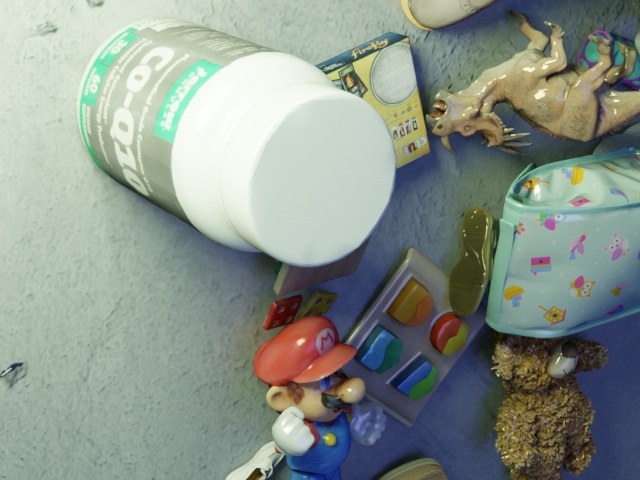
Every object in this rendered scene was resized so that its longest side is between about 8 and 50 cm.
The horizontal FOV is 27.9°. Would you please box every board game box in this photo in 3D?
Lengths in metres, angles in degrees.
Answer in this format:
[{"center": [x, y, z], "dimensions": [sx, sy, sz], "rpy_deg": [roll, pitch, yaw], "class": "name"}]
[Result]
[{"center": [0.019, -0.139, 1.606], "dimensions": [0.243, 0.042, 0.165], "rpy_deg": [-27, 120, -25], "class": "board game box"}]

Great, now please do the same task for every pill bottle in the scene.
[{"center": [-0.093, -0.107, 1.336], "dimensions": [0.204, 0.361, 0.204], "rpy_deg": [-12, 113, -31], "class": "pill bottle"}]

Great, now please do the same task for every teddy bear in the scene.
[{"center": [0.349, 0.249, 1.939], "dimensions": [0.245, 0.113, 0.338], "rpy_deg": [-15, 115, -33], "class": "teddy bear"}]

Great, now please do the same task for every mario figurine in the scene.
[{"center": [0.015, 0.245, 1.645], "dimensions": [0.170, 0.198, 0.321], "rpy_deg": [-10, 116, -7], "class": "mario figurine"}]

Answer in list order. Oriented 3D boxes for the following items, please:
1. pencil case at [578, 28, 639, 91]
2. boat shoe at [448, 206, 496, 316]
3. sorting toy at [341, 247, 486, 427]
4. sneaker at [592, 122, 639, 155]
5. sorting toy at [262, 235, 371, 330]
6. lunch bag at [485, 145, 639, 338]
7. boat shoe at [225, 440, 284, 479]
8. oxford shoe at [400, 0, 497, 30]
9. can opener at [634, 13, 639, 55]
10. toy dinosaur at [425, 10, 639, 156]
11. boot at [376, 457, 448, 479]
[{"center": [0.438, -0.250, 1.846], "dimensions": [0.151, 0.064, 0.070], "rpy_deg": [15, 73, -37], "class": "pencil case"}, {"center": [0.216, 0.031, 1.790], "dimensions": [0.048, 0.056, 0.153], "rpy_deg": [17, 78, -57], "class": "boat shoe"}, {"center": [0.131, 0.140, 1.790], "dimensions": [0.193, 0.038, 0.208], "rpy_deg": [37, 84, -38], "class": "sorting toy"}, {"center": [0.527, -0.106, 1.943], "dimensions": [0.268, 0.101, 0.153], "rpy_deg": [-22, 119, -21], "class": "sneaker"}, {"center": [0.000, 0.000, 1.606], "dimensions": [0.132, 0.046, 0.274], "rpy_deg": [-16, 140, -39], "class": "sorting toy"}, {"center": [0.347, 0.006, 1.788], "dimensions": [0.262, 0.160, 0.223], "rpy_deg": [-12, 129, -23], "class": "lunch bag"}, {"center": [-0.078, 0.303, 1.703], "dimensions": [0.100, 0.035, 0.035], "rpy_deg": [-32, 123, -24], "class": "boat shoe"}, {"center": [0.246, -0.371, 1.550], "dimensions": [0.363, 0.133, 0.130], "rpy_deg": [-38, 115, 20], "class": "oxford shoe"}, {"center": [0.456, -0.317, 1.746], "dimensions": [0.076, 0.283, 0.095], "rpy_deg": [-23, 101, 22], "class": "can opener"}, {"center": [0.304, -0.180, 1.689], "dimensions": [0.127, 0.295, 0.200], "rpy_deg": [-34, 141, -74], "class": "toy dinosaur"}, {"center": [0.116, 0.426, 1.777], "dimensions": [0.262, 0.203, 0.095], "rpy_deg": [-32, 123, -20], "class": "boot"}]
